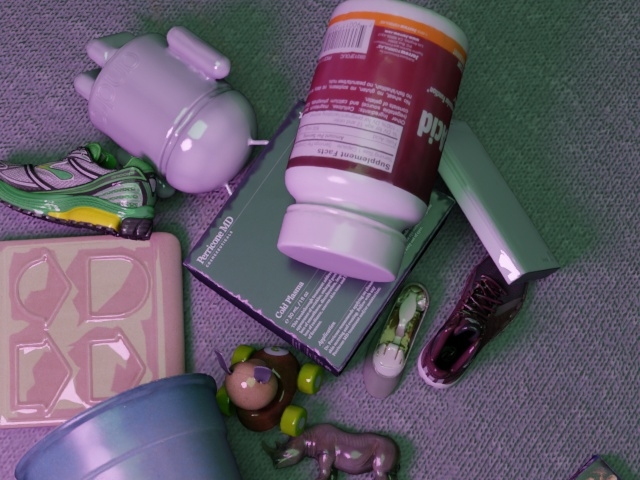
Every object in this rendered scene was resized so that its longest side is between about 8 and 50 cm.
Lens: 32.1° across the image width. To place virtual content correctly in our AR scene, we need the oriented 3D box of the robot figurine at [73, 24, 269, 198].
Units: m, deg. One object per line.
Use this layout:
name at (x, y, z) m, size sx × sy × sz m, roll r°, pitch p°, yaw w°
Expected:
robot figurine at (-0.253, -0.215, 1.903) m, size 0.353 × 0.200 × 0.300 m, roll 36°, pitch 125°, yaw 13°

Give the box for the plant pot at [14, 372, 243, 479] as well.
plant pot at (-0.243, 0.434, 1.698) m, size 0.341 × 0.341 × 0.334 m, roll -28°, pitch 70°, yaw -3°

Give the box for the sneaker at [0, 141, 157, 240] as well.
sneaker at (-0.420, -0.096, 1.899) m, size 0.343 × 0.134 × 0.146 m, roll 11°, pitch 84°, yaw 22°

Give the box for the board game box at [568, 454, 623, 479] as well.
board game box at (0.486, 0.502, 1.844) m, size 0.165 × 0.042 × 0.243 m, roll -43°, pitch 82°, yaw -6°

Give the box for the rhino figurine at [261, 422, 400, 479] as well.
rhino figurine at (0.020, 0.362, 1.867) m, size 0.243 × 0.073 × 0.106 m, roll 10°, pitch 71°, yaw 6°

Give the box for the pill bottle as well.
pill bottle at (0.076, -0.149, 1.699) m, size 0.224 × 0.224 × 0.392 m, roll 15°, pitch 80°, yaw 4°

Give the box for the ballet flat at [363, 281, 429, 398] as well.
ballet flat at (0.128, 0.166, 1.900) m, size 0.072 × 0.068 × 0.213 m, roll 22°, pitch 82°, yaw 5°

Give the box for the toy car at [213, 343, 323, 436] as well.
toy car at (-0.104, 0.220, 1.811) m, size 0.155 × 0.188 × 0.149 m, roll 13°, pitch 68°, yaw 22°

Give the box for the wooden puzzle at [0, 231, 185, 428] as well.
wooden puzzle at (-0.409, 0.155, 1.918) m, size 0.348 × 0.080 × 0.322 m, roll -2°, pitch 80°, yaw -4°

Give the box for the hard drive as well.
hard drive at (0.279, -0.070, 1.863) m, size 0.040 × 0.203 × 0.307 m, roll -37°, pitch 74°, yaw 24°

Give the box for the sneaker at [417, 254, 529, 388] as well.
sneaker at (0.269, 0.125, 1.855) m, size 0.106 × 0.162 × 0.281 m, roll 32°, pitch 82°, yaw 7°

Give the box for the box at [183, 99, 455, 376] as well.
box at (0.000, 0.000, 1.877) m, size 0.312 × 0.179 × 0.343 m, roll 35°, pitch 82°, yaw 6°
